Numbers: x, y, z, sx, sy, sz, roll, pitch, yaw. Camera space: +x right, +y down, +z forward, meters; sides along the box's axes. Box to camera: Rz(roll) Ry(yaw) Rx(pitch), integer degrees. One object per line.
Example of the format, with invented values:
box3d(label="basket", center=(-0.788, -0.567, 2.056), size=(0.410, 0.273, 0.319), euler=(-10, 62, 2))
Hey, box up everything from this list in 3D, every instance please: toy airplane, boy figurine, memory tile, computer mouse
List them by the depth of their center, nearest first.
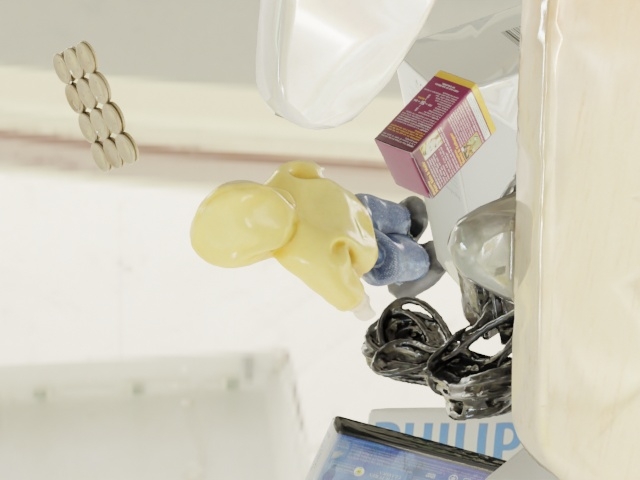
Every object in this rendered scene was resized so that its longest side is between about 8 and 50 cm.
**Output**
box3d(label="toy airplane", center=(0.140, -0.141, 0.693), size=(0.386, 0.384, 0.272), euler=(-40, -167, 8))
box3d(label="computer mouse", center=(0.150, -0.003, 1.096), size=(0.072, 0.272, 0.188), euler=(39, 173, -21))
box3d(label="boy figurine", center=(0.000, 0.000, 1.719), size=(0.285, 0.092, 0.177), euler=(6, -128, -45))
box3d(label="memory tile", center=(-0.253, -0.149, 2.022), size=(0.012, 0.148, 0.113), euler=(-27, -173, -28))

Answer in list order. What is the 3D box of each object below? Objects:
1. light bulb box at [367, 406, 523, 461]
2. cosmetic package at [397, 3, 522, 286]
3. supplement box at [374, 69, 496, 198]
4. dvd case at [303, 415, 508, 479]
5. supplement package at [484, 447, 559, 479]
box3d(label="light bulb box", center=(0.270, 0.258, 1.407), size=(0.358, 0.225, 0.361), euler=(-4, 167, 36))
box3d(label="cosmetic package", center=(0.206, -0.084, 1.576), size=(0.224, 0.224, 0.138), euler=(-19, -152, -10))
box3d(label="supplement box", center=(0.090, -0.083, 1.407), size=(0.043, 0.055, 0.083), euler=(25, -117, 42))
box3d(label="dvd case", center=(0.044, 0.244, 1.203), size=(0.180, 0.253, 0.022), euler=(16, -158, -19))
box3d(label="supplement package", center=(0.121, 0.238, 0.908), size=(0.139, 0.244, 0.134), euler=(25, -161, 20))
